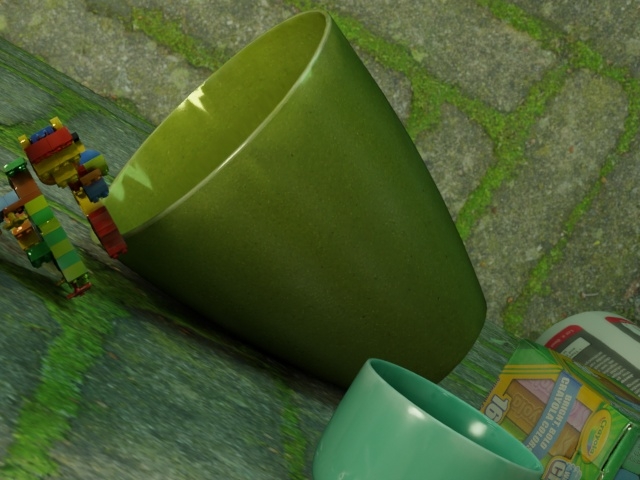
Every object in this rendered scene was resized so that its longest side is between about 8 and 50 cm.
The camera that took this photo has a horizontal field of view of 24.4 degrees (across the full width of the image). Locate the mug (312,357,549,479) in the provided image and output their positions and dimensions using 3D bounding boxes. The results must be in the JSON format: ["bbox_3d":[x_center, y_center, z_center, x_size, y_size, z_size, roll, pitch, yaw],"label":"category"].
[{"bbox_3d":[0.070,0.156,0.922,0.157,0.097,0.129,34,6,24],"label":"mug"}]

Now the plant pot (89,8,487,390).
[{"bbox_3d":[0.000,0.000,1.287,0.293,0.275,0.275,46,1,-20],"label":"plant pot"}]

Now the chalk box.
[{"bbox_3d":[0.234,0.196,1.223,0.132,0.132,0.213,26,7,-34],"label":"chalk box"}]

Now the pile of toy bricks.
[{"bbox_3d":[-0.193,-0.006,1.061,0.105,0.118,0.212,59,-9,5],"label":"pile of toy bricks"}]

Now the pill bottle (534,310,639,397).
[{"bbox_3d":[0.331,0.202,1.439,0.176,0.176,0.318,28,7,-27],"label":"pill bottle"}]
